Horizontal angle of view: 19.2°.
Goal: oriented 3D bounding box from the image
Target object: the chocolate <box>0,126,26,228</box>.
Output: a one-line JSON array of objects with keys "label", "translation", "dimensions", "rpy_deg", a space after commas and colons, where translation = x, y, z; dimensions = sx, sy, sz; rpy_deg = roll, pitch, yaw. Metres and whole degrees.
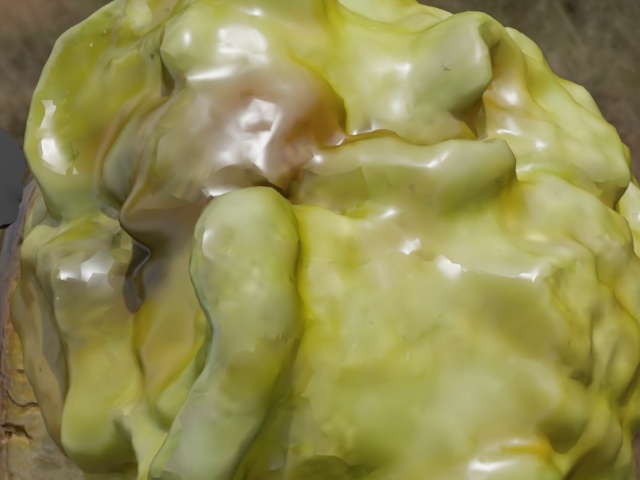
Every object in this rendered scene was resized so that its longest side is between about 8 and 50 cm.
[{"label": "chocolate", "translation": [-0.202, -0.025, 0.985], "dimensions": [0.070, 0.072, 0.147], "rpy_deg": [-47, 13, -27]}]

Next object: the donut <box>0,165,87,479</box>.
[{"label": "donut", "translation": [-0.140, 0.079, 1.248], "dimensions": [0.159, 0.330, 0.330], "rpy_deg": [5, 51, 8]}]

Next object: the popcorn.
[{"label": "popcorn", "translation": [-0.001, 0.009, 0.587], "dimensions": [0.181, 0.216, 0.235], "rpy_deg": [-40, 60, 32]}]
